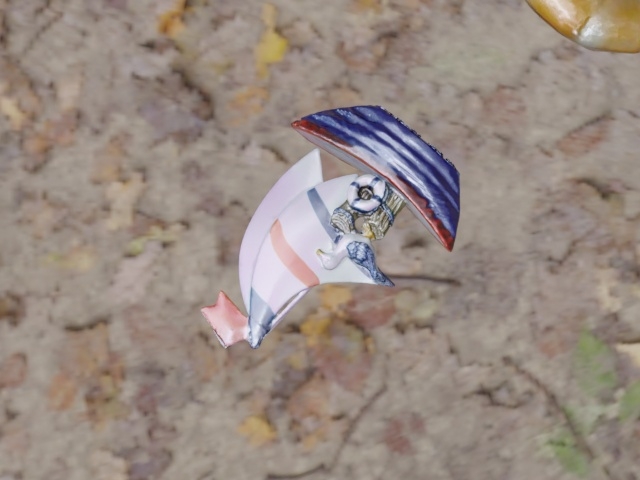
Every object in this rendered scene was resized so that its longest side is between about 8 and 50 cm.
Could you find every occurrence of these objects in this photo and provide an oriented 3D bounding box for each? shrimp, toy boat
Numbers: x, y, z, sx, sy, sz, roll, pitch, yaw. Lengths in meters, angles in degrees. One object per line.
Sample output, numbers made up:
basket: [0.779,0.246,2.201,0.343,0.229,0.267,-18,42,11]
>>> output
shrimp: [0.212,-0.247,1.116,0.152,0.063,0.287,18,60,-7]
toy boat: [-0.003,-0.028,1.735,0.318,0.072,0.219,-25,74,0]
